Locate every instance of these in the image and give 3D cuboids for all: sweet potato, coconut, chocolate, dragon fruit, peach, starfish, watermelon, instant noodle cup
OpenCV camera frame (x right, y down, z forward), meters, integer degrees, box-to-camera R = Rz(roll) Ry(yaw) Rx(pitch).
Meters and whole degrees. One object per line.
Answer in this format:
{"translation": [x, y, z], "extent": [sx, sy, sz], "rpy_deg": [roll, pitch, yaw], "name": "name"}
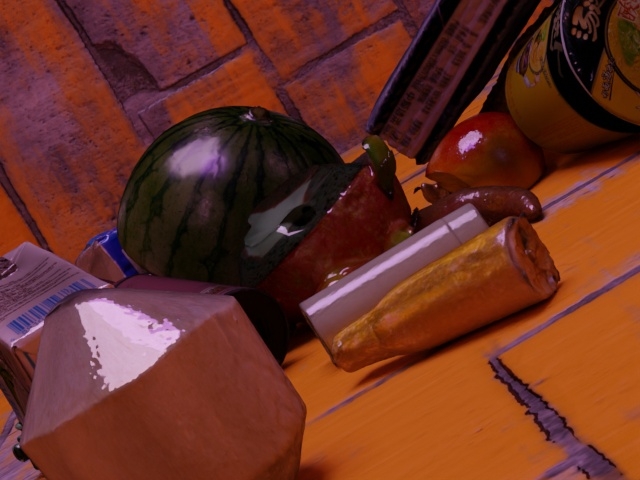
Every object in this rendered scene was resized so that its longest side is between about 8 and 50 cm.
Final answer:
{"translation": [0.163, -0.025, 1.770], "extent": [0.255, 0.058, 0.078], "rpy_deg": [-20, 29, 46], "name": "sweet potato"}
{"translation": [-0.128, 0.130, 1.208], "extent": [0.202, 0.222, 0.202], "rpy_deg": [-35, 8, 6], "name": "coconut"}
{"translation": [0.100, 0.056, 1.378], "extent": [0.219, 0.085, 0.085], "rpy_deg": [-28, 7, 29], "name": "chocolate"}
{"translation": [0.000, 0.000, 1.808], "extent": [0.268, 0.130, 0.295], "rpy_deg": [-43, 15, 8], "name": "dragon fruit"}
{"translation": [0.211, -0.101, 1.916], "extent": [0.151, 0.118, 0.151], "rpy_deg": [14, 1, 0], "name": "peach"}
{"translation": [0.311, -0.244, 2.079], "extent": [0.324, 0.082, 0.432], "rpy_deg": [-33, -22, -45], "name": "starfish"}
{"translation": [-0.101, -0.072, 2.044], "extent": [0.331, 0.189, 0.330], "rpy_deg": [-2, 35, 1], "name": "watermelon"}
{"translation": [0.327, -0.200, 1.796], "extent": [0.216, 0.215, 0.236], "rpy_deg": [-33, -1, -20], "name": "instant noodle cup"}

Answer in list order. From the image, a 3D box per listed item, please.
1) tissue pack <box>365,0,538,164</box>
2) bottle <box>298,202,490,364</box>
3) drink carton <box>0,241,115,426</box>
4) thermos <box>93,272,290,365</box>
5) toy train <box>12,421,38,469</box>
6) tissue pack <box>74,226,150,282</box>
{"translation": [0.207, -0.293, 1.992], "extent": [0.259, 0.122, 0.361], "rpy_deg": [-49, -8, -48], "name": "tissue pack"}
{"translation": [0.081, 0.042, 1.560], "extent": [0.201, 0.072, 0.072], "rpy_deg": [-31, 7, -4], "name": "bottle"}
{"translation": [-0.283, 0.130, 1.717], "extent": [0.132, 0.194, 0.324], "rpy_deg": [-32, 20, -19], "name": "drink carton"}
{"translation": [-0.161, 0.102, 1.792], "extent": [0.330, 0.136, 0.109], "rpy_deg": [5, 71, 55], "name": "thermos"}
{"translation": [-0.292, 0.218, 1.912], "extent": [0.178, 0.071, 0.105], "rpy_deg": [-34, 18, -31], "name": "toy train"}
{"translation": [-0.180, 0.033, 2.199], "extent": [0.270, 0.209, 0.137], "rpy_deg": [-37, -5, -35], "name": "tissue pack"}
